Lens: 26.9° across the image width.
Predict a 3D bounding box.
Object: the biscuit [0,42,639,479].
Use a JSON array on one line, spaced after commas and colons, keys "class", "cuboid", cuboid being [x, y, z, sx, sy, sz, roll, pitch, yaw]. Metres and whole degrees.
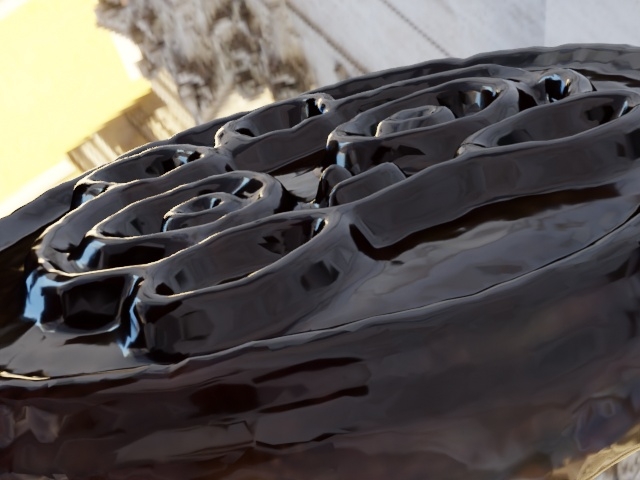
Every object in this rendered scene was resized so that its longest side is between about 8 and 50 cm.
[{"class": "biscuit", "cuboid": [0.000, 0.000, 0.587, 0.407, 0.091, 0.407, -16, -162, 6]}]
